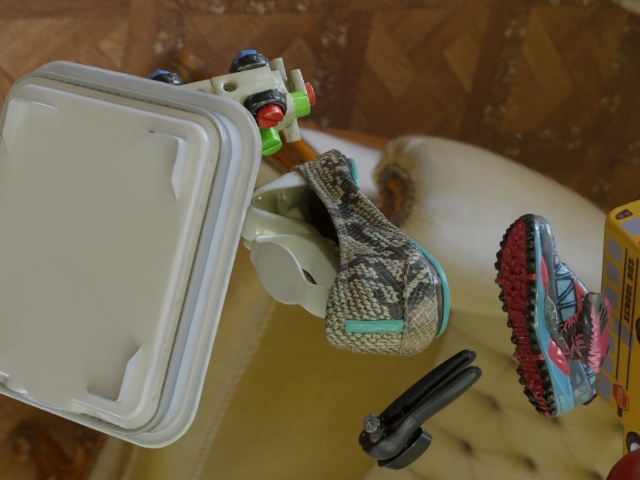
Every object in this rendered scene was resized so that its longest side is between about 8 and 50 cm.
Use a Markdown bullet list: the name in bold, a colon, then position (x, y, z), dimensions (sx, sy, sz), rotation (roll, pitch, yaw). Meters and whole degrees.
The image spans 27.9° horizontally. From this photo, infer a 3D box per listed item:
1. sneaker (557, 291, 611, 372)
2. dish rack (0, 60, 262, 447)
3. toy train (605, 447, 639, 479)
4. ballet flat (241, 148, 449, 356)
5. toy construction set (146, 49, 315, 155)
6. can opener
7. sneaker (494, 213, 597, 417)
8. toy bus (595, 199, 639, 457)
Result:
- **sneaker**: position (0.282, 0.096, 1.394), dimensions (0.047, 0.057, 0.119), rotation (-53, 150, -32)
- **dish rack**: position (-0.218, 0.007, 1.196), dimensions (0.072, 0.285, 0.333), rotation (6, 98, -65)
- **toy train**: position (0.171, 0.102, 0.399), dimensions (0.143, 0.105, 0.248), rotation (38, 57, -15)
- **ballet flat**: position (0.000, 0.000, 1.538), dimensions (0.182, 0.483, 0.164), rotation (-3, 111, -13)
- **toy construction set**: position (-0.134, -0.116, 1.475), dimensions (0.327, 0.151, 0.215), rotation (-28, 154, -20)
- **can opener**: position (0.112, 0.187, 1.456), dimensions (0.073, 0.059, 0.186), rotation (19, 121, -39)
- **sneaker**: position (0.305, 0.087, 1.653), dimensions (0.125, 0.104, 0.262), rotation (-14, 100, -21)
- **toy bus**: position (0.387, 0.119, 1.462), dimensions (0.108, 0.130, 0.333), rotation (-20, 129, -17)
